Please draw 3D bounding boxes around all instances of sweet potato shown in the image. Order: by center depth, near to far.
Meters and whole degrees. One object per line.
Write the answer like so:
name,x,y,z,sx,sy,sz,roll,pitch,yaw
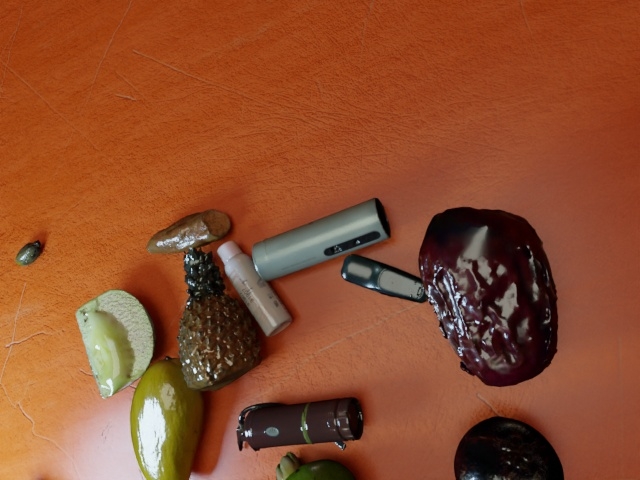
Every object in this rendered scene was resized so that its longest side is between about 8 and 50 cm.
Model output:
sweet potato,-0.364,-0.018,1.430,0.251,0.097,0.097,-16,78,14

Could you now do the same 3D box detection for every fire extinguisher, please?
fire extinguisher,-0.065,0.451,1.269,0.341,0.105,0.142,-15,100,23

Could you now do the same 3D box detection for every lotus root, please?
lotus root,-0.887,0.039,1.615,0.099,0.054,0.049,-44,63,9

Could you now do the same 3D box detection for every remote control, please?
remote control,0.154,0.093,1.270,0.221,0.042,0.072,18,91,19

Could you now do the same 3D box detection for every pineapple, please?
pineapple,-0.281,0.191,1.329,0.201,0.202,0.362,-29,68,13

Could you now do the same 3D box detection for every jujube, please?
jujube,0.351,0.102,1.105,0.258,0.258,0.377,-18,94,15

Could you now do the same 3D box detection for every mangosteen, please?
mangosteen,0.377,0.472,1.075,0.215,0.216,0.216,-2,82,18

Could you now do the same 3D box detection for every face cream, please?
face cream,-0.176,0.116,1.356,0.082,0.082,0.269,-40,73,10

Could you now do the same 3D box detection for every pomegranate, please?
pomegranate,0.002,0.584,1.210,0.159,0.240,0.190,-35,96,-24

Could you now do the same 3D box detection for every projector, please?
projector,0.000,0.000,1.300,0.337,0.108,0.108,-20,77,15

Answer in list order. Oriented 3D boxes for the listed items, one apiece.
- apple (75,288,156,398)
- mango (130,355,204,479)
apple,-0.530,0.265,1.439,0.193,0.120,0.265,-24,78,1
mango,-0.398,0.463,1.355,0.195,0.142,0.332,10,89,24
